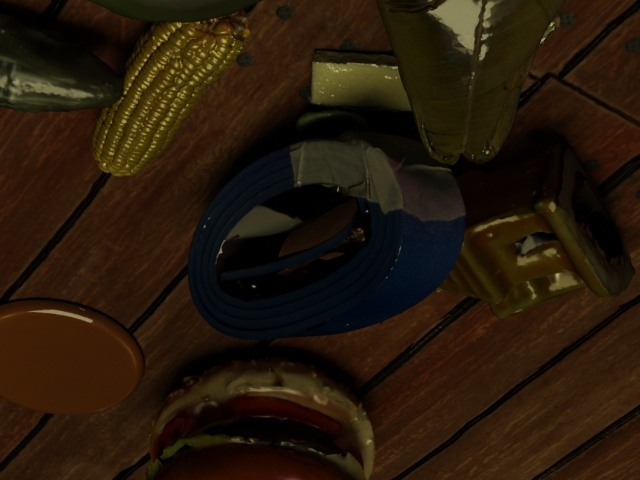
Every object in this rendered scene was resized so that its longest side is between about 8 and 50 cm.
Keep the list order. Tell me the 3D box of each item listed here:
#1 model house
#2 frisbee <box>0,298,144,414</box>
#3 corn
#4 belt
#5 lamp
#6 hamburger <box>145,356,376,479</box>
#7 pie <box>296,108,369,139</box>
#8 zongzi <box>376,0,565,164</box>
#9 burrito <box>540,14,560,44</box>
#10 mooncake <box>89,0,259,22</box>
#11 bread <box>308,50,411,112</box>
[{"bbox_3d":[0.222,0.017,1.791,0.239,0.173,0.268,-19,131,22],"label":"model house"},{"bbox_3d":[-0.367,0.166,2.109,0.250,0.021,0.251,1,137,1],"label":"frisbee"},{"bbox_3d":[-0.173,-0.168,1.676,0.101,0.101,0.292,21,139,-19],"label":"corn"},{"bbox_3d":[0.000,0.000,1.740,0.117,0.212,0.347,2,162,-46],"label":"belt"},{"bbox_3d":[-0.332,-0.190,1.644,0.250,0.101,0.101,17,138,6],"label":"lamp"},{"bbox_3d":[-0.083,0.326,2.097,0.330,0.250,0.330,5,140,4],"label":"hamburger"},{"bbox_3d":[0.013,-0.130,1.741,0.085,0.017,0.085,1,159,1],"label":"pie"},{"bbox_3d":[0.217,-0.223,1.535,0.300,0.145,0.274,-12,126,12],"label":"zongzi"},{"bbox_3d":[0.197,-0.196,1.656,0.051,0.042,0.171,33,128,-5],"label":"burrito"},{"bbox_3d":[-0.122,-0.371,1.340,0.351,0.187,0.351,-7,127,-10],"label":"mooncake"},{"bbox_3d":[0.063,-0.176,1.696,0.153,0.028,0.068,3,138,2],"label":"bread"}]
